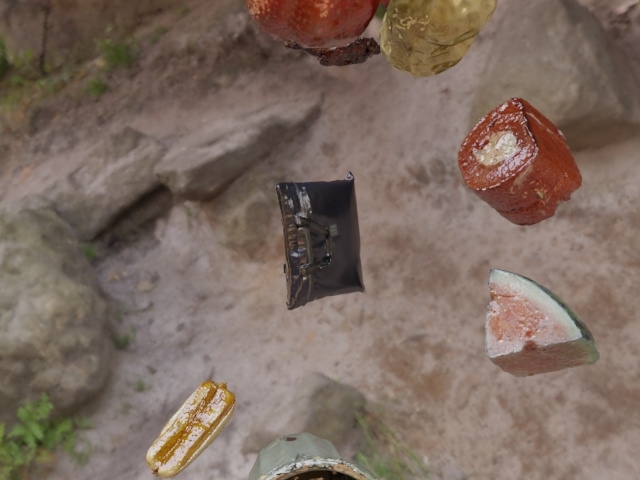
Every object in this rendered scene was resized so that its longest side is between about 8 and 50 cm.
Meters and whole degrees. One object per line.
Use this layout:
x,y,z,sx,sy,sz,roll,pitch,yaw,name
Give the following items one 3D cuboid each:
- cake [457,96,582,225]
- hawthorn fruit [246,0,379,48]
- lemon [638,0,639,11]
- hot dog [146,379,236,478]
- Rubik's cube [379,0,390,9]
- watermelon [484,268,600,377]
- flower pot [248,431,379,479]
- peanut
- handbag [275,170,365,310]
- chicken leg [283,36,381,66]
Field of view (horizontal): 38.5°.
0.381,-0.149,1.784,0.177,0.151,0.283,-44,27,27,cake
-0.006,-0.399,1.291,0.205,0.253,0.205,9,30,-5,hawthorn fruit
0.663,-0.441,1.647,0.206,0.173,0.173,-44,23,6,lemon
-0.259,0.387,1.886,0.102,0.076,0.249,26,55,18,hot dog
0.187,-0.504,1.593,0.187,0.184,0.182,-48,9,-36,Rubik's cube
0.462,0.208,1.979,0.201,0.213,0.261,-52,46,0,watermelon
-0.027,0.460,1.578,0.290,0.290,0.259,-35,14,-2,flower pot
0.170,-0.333,1.376,0.147,0.147,0.305,-37,-5,-8,peanut
0.000,0.000,1.827,0.211,0.254,0.088,-13,9,-42,handbag
0.025,-0.386,1.840,0.205,0.053,0.093,-9,-10,-10,chicken leg
